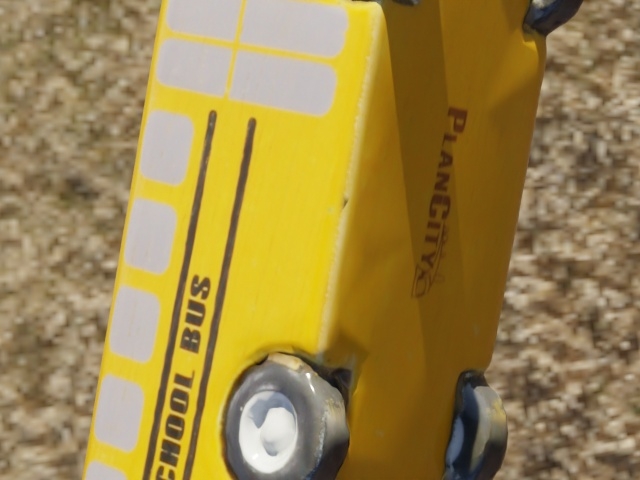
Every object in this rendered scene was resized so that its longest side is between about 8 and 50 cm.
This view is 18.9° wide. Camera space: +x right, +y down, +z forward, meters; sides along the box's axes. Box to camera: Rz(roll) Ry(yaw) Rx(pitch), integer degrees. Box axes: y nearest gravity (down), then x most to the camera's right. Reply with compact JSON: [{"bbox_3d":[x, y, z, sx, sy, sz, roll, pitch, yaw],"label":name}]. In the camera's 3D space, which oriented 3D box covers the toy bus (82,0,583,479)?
[{"bbox_3d":[0.000,0.000,0.719,0.130,0.108,0.332,13,94,43],"label":"toy bus"}]
